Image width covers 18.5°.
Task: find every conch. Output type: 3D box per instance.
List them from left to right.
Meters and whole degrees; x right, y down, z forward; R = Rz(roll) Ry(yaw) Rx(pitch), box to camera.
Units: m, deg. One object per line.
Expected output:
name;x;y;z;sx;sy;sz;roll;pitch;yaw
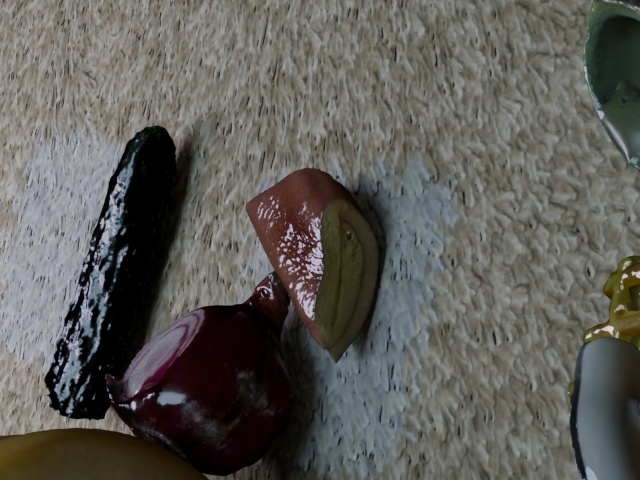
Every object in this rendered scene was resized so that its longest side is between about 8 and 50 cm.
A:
conch;0.263;-0.102;1.299;0.187;0.124;0.181;112;152;-56

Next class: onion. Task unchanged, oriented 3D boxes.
onion;-0.078;0.122;1.743;0.198;0.135;0.173;-41;20;-11

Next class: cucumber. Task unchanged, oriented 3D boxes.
cucumber;-0.202;0.030;1.968;0.072;0.081;0.303;20;96;11

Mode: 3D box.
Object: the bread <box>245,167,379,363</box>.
bread;0.001;0.000;1.692;0.119;0.067;0.192;-63;36;34

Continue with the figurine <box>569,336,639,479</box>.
figurine;0.253;0.146;1.176;0.141;0.166;0.250;-25;62;23

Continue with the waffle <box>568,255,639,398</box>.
waffle;0.269;0.085;1.310;0.245;0.052;0.254;-61;38;23

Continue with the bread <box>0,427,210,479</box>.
bread;-0.215;0.311;1.719;0.348;0.253;0.376;59;152;-6
